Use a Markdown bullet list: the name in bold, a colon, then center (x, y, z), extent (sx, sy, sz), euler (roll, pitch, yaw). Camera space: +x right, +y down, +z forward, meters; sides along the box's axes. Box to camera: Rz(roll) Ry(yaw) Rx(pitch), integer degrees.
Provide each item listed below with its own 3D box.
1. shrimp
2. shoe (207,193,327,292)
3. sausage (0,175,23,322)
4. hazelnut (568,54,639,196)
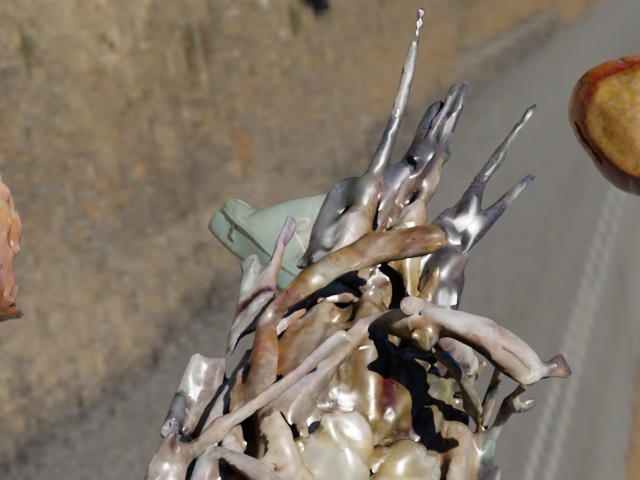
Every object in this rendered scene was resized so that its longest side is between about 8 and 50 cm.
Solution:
- **shrimp**: center (0.008, 0.065, 0.671), extent (0.145, 0.116, 0.343), euler (109, 4, -63)
- **shoe**: center (0.000, 0.000, 1.275), extent (0.079, 0.195, 0.078), euler (21, 94, -39)
- **sausage**: center (-0.232, 0.041, 0.600), extent (0.078, 0.304, 0.078), euler (51, -26, 37)
- **hazelnut**: center (0.180, -0.064, 1.084), extent (0.086, 0.086, 0.086), euler (-8, 90, -75)
